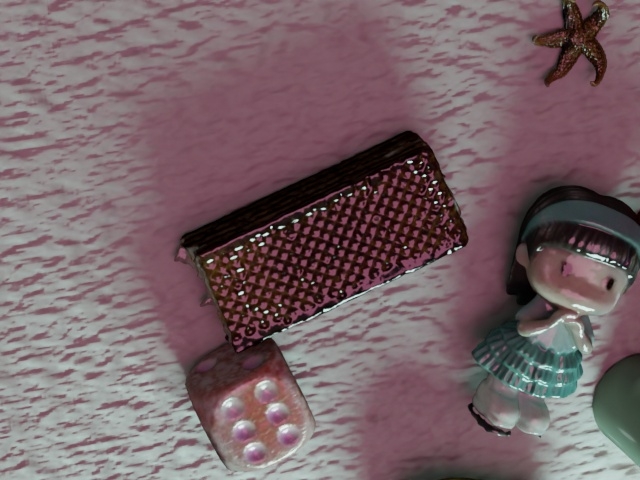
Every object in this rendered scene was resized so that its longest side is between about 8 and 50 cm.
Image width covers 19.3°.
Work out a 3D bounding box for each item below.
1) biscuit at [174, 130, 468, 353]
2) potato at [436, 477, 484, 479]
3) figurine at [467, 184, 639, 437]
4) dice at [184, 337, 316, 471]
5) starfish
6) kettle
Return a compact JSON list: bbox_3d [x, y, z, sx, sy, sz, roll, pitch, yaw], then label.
[{"bbox_3d":[0.000,0.000,1.678,0.252,0.070,0.106,-24,112,-4],"label":"biscuit"},{"bbox_3d":[0.153,0.308,1.795,0.200,0.137,0.155,18,73,-19],"label":"potato"},{"bbox_3d":[0.224,0.065,1.743,0.138,0.110,0.245,14,108,-28],"label":"figurine"},{"bbox_3d":[-0.064,0.147,1.702,0.094,0.091,0.093,-29,114,-4],"label":"dice"},{"bbox_3d":[0.229,-0.176,1.697,0.078,0.028,0.091,29,103,-16],"label":"starfish"},{"bbox_3d":[0.341,0.172,1.784,0.127,0.148,0.098,-27,112,-5],"label":"kettle"}]
